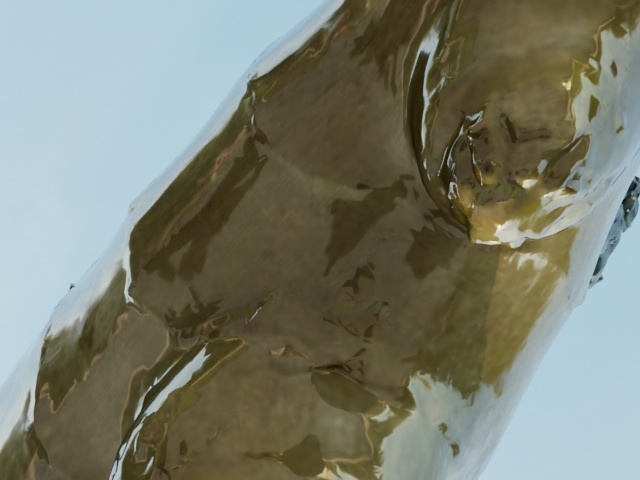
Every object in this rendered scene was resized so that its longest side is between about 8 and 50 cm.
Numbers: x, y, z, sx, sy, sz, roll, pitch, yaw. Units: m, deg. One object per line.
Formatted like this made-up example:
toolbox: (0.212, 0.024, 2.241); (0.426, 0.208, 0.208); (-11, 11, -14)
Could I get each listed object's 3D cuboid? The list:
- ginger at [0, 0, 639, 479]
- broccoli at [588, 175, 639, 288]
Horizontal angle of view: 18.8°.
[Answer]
ginger: (-0.012, 0.011, 0.535); (0.166, 0.236, 0.375); (31, -47, 15)
broccoli: (0.008, 0.006, 0.915); (0.304, 0.165, 0.145); (-32, -106, 26)
